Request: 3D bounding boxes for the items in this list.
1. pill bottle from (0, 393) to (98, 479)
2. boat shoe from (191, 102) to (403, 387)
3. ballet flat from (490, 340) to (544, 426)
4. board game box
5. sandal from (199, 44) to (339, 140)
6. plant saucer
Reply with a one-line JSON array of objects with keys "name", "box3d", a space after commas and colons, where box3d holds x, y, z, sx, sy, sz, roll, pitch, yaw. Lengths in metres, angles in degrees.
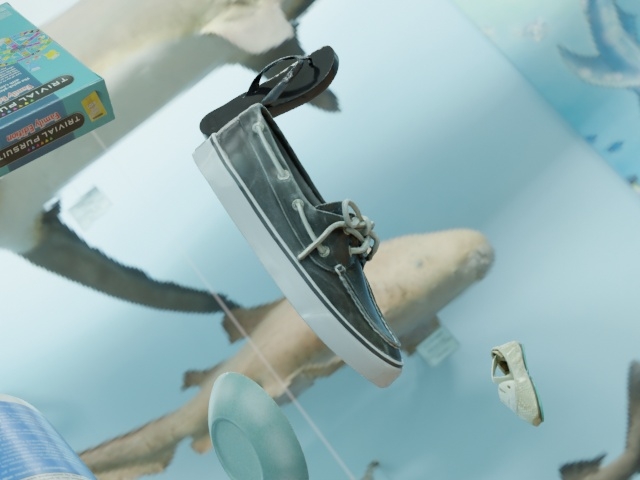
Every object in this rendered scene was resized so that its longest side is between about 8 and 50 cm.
[{"name": "pill bottle", "box3d": [-0.217, 0.177, 0.675, 0.124, 0.221, 0.124, -16, -61, -32]}, {"name": "boat shoe", "box3d": [0.001, 0.000, 1.002, 0.105, 0.306, 0.113, -38, -15, 9]}, {"name": "ballet flat", "box3d": [0.251, 0.189, 1.316, 0.052, 0.057, 0.168, -7, 23, 5]}, {"name": "board game box", "box3d": [-0.513, -0.229, 1.558, 0.253, 0.336, 0.079, -32, -42, -23]}, {"name": "sandal", "box3d": [-0.079, -0.237, 1.602, 0.254, 0.097, 0.054, -33, -51, -8]}, {"name": "plant saucer", "box3d": [-0.090, 0.260, 1.260, 0.037, 0.195, 0.195, -26, -22, -35]}]
